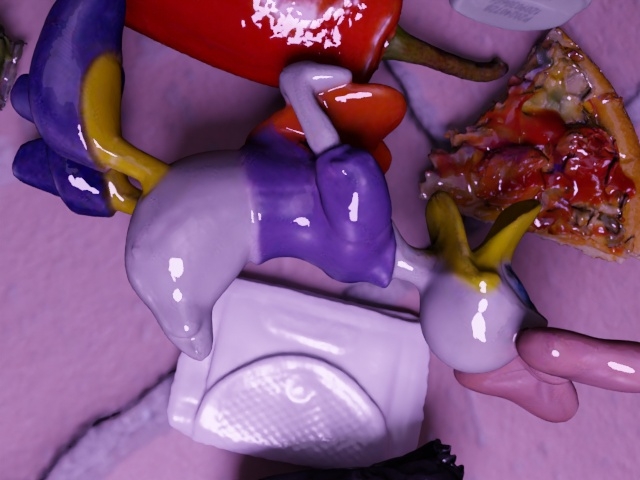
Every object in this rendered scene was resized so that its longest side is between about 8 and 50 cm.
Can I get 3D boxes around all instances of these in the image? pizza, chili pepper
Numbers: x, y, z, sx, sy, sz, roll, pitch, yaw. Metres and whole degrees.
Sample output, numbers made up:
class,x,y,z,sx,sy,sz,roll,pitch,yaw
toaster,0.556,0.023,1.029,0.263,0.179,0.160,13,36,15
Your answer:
class,x,y,z,sx,sy,sz,roll,pitch,yaw
pizza,0.172,-0.056,0.532,0.193,0.053,0.201,-25,88,-17
chili pepper,-0.012,-0.168,0.489,0.338,0.131,0.135,25,79,-5

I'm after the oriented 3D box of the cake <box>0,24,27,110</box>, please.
class,x,y,z,sx,sy,sz,roll,pitch,yaw
cake,-0.306,-0.083,0.364,0.158,0.283,0.172,21,95,-5

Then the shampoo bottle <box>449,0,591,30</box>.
class,x,y,z,sx,sy,sz,roll,pitch,yaw
shampoo bottle,0.138,-0.353,0.555,0.134,0.078,0.360,4,76,-22

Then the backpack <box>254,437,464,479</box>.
class,x,y,z,sx,sy,sz,roll,pitch,yaw
backpack,0.018,0.203,0.440,0.165,0.106,0.120,-9,120,-6

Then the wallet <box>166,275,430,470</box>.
class,x,y,z,sx,sy,sz,roll,pitch,yaw
wallet,-0.010,0.097,0.497,0.182,0.032,0.124,14,76,-5

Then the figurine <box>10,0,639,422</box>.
class,x,y,z,sx,sy,sz,roll,pitch,yaw
figurine,-0.003,-0.006,0.439,0.420,0.154,0.193,16,67,-2
